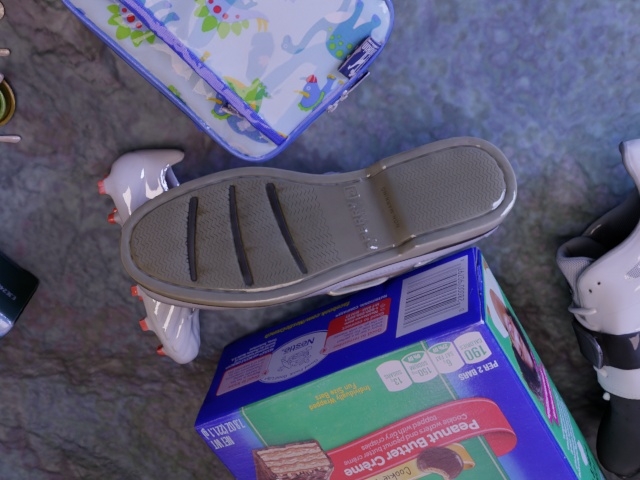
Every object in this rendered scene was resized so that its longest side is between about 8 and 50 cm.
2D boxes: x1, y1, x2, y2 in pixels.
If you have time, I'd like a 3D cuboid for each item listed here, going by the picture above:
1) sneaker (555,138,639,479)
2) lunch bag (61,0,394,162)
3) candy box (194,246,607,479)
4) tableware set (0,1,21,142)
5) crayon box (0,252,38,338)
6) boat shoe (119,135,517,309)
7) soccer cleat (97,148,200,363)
[{"bbox_3d":[0.272,0.059,0.677,0.146,0.122,0.330,13,114,11],"label":"sneaker"},{"bbox_3d":[-0.068,-0.176,0.559,0.176,0.090,0.219,-41,109,16],"label":"lunch bag"},{"bbox_3d":[0.090,0.200,0.684,0.268,0.122,0.317,-24,114,23],"label":"candy box"},{"bbox_3d":[-0.296,-0.142,0.594,0.104,0.024,0.154,-1,114,-3],"label":"tableware set"},{"bbox_3d":[-0.433,0.089,0.655,0.323,0.083,0.203,-41,110,14],"label":"crayon box"},{"bbox_3d":[0.000,0.000,0.610,0.302,0.103,0.113,-9,71,-4],"label":"boat shoe"},{"bbox_3d":[-0.125,0.017,0.652,0.076,0.068,0.196,-13,111,-1],"label":"soccer cleat"}]
